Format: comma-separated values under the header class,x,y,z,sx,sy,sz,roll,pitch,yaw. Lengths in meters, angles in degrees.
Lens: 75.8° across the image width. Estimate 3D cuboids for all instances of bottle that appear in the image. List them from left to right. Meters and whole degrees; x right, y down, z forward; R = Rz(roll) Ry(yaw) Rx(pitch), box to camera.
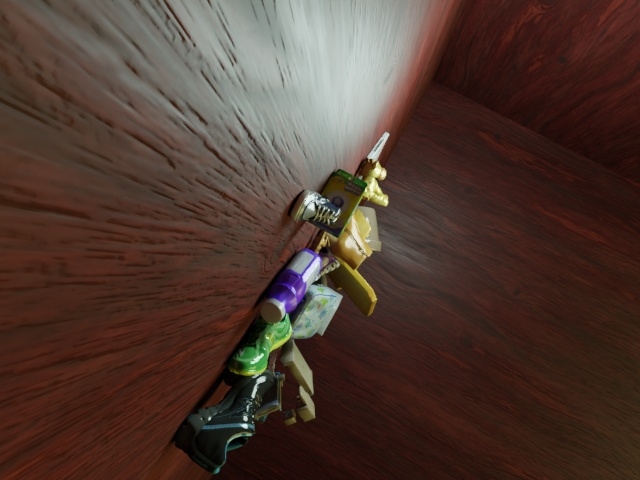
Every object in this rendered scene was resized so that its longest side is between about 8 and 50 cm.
class,x,y,z,sx,sy,sz,roll,pitch,yaw
bottle,-0.084,0.130,1.183,0.118,0.092,0.283,-65,173,32

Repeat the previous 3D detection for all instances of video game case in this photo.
class,x,y,z,sx,sy,sz,roll,pitch,yaw
video game case,0.233,-0.366,1.928,0.285,0.025,0.204,-55,172,-45

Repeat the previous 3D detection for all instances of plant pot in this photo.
class,x,y,z,sx,sy,sz,roll,pitch,yaw
plant pot,0.207,-0.064,2.227,0.263,0.262,0.230,32,63,-85

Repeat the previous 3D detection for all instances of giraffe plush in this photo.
class,x,y,z,sx,sy,sz,roll,pitch,yaw
giraffe plush,0.206,-0.255,1.725,0.210,0.181,0.171,10,102,-48

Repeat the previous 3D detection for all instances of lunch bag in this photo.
class,x,y,z,sx,sy,sz,roll,pitch,yaw
lunch bag,-0.050,0.272,1.593,0.176,0.090,0.219,15,110,-53

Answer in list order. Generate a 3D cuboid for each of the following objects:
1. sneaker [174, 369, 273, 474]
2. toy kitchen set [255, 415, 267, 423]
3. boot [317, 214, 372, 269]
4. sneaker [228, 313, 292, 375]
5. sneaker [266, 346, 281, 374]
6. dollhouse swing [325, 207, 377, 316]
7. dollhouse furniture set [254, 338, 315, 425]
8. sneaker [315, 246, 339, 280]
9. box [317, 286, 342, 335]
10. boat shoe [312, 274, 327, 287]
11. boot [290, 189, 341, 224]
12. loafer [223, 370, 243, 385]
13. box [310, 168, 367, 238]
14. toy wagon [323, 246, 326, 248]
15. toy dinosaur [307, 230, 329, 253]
class,x,y,z,sx,sy,sz,roll,pitch,yaw
sneaker,-0.221,0.472,1.097,0.340,0.139,0.125,-27,150,-56
toy kitchen set,-0.346,0.791,1.754,0.207,0.166,0.122,-58,174,-34
boot,0.129,-0.027,1.644,0.104,0.211,0.295,-42,-173,49
sneaker,-0.177,0.283,1.195,0.295,0.109,0.124,-43,136,-63
sneaker,-0.228,0.450,1.561,0.162,0.106,0.282,28,83,-77
dollhouse swing,0.190,0.105,1.839,0.315,0.304,0.347,-49,163,-20
dollhouse furniture set,-0.204,0.597,1.662,0.303,0.198,0.286,-24,-157,6
sneaker,-0.028,0.094,1.591,0.095,0.105,0.236,-9,-166,43
box,-0.022,0.356,2.266,0.168,0.214,0.345,-61,174,7
boat shoe,-0.090,0.279,1.719,0.341,0.127,0.158,-62,168,7
boot,-0.004,-0.069,0.935,0.069,0.086,0.190,-62,174,17
loafer,-0.245,0.419,1.307,0.084,0.096,0.267,-41,163,-11
box,0.050,-0.108,1.137,0.179,0.105,0.043,-61,175,-11
toy wagon,0.075,-0.025,1.980,0.345,0.068,0.267,-64,174,29
toy dinosaur,0.000,0.000,1.449,0.212,0.064,0.112,-62,173,7
